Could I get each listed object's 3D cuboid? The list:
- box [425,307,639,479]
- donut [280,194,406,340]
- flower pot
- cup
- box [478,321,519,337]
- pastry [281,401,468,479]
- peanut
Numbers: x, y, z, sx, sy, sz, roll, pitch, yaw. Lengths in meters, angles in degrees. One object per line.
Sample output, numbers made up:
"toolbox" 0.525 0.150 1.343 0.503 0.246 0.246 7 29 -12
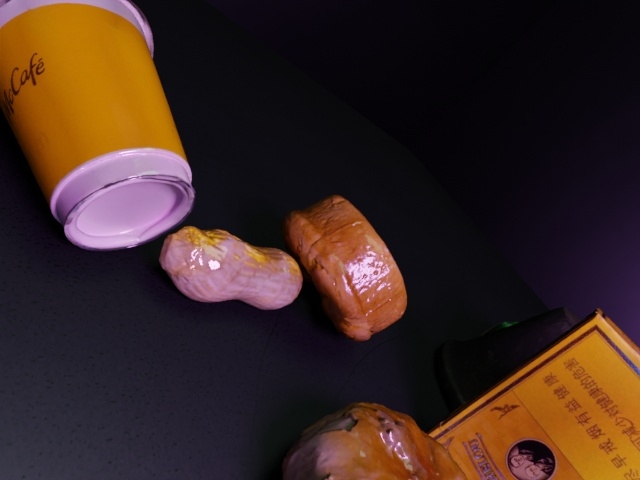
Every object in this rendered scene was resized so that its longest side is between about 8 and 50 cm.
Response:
"box" 0.305 0.257 0.602 0.193 0.301 0.084 54 23 24
"donut" 0.032 0.042 0.685 0.227 0.113 0.227 58 -8 12
"flower pot" 0.425 0.280 0.863 0.379 0.251 0.379 36 25 -19
"cup" -0.250 -0.138 0.508 0.196 0.196 0.280 5 53 -59
"box" 0.514 0.320 1.147 0.180 0.103 0.250 17 32 -51
"pastry" 0.075 0.260 0.430 0.236 0.121 0.257 47 21 7
"peanut" -0.101 0.039 0.570 0.206 0.087 0.087 22 30 -49
